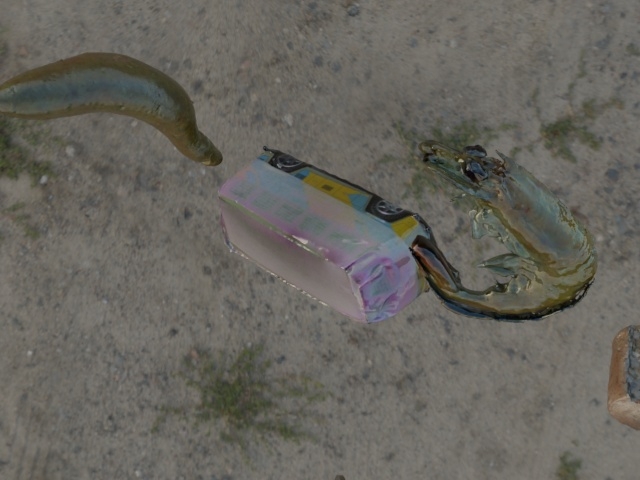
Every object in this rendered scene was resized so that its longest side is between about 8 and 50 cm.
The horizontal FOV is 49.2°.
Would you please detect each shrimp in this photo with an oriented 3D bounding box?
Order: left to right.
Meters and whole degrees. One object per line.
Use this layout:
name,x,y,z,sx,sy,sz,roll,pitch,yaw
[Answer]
shrimp,0.164,0.004,0.692,0.253,0.058,0.173,32,126,-22

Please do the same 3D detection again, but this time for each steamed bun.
steamed bun,0.455,0.175,0.878,0.175,0.145,0.106,9,150,24

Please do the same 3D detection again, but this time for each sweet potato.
sweet potato,-0.238,-0.172,0.872,0.346,0.079,0.108,12,126,-49

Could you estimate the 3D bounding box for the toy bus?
toy bus,0.000,0.000,1.147,0.162,0.386,0.171,-40,138,-27

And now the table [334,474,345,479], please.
table,0.140,0.421,1.013,0.226,0.167,0.167,-1,112,-7
